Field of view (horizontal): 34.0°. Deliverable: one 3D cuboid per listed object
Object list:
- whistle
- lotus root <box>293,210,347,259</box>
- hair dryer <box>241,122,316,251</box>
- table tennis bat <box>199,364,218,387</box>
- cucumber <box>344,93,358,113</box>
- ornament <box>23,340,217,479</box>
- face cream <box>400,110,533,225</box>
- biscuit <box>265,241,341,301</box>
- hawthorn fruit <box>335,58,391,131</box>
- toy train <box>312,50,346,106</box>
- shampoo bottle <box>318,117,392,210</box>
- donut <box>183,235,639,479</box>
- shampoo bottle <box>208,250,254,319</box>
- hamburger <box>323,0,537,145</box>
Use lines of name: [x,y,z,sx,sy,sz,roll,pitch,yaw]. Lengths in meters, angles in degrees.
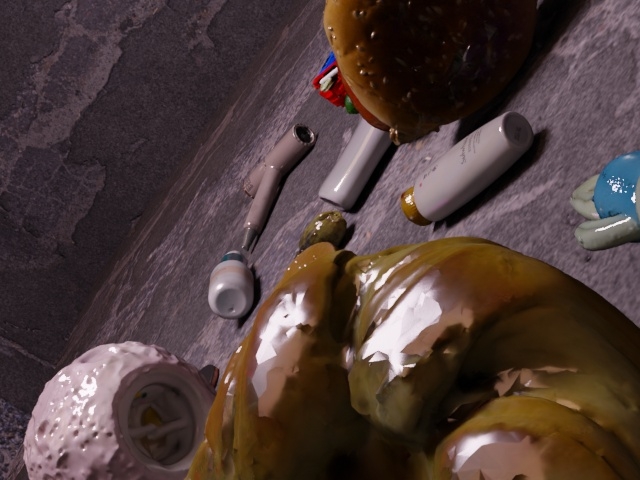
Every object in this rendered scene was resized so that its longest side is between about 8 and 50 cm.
whistle: [0.231,-0.030,0.719,0.114,0.077,0.235,-39,11,-4]
lotus root: [0.000,0.000,1.440,0.099,0.049,0.054,-48,26,31]
hair dryer: [-0.097,-0.089,1.924,0.195,0.053,0.220,-44,22,42]
table tennis bat: [-0.224,0.270,1.682,0.220,0.019,0.130,-39,23,48]
cucumber: [0.099,-0.290,1.466,0.056,0.056,0.284,-78,12,-52]
ornament: [-0.250,0.259,1.334,0.225,0.259,0.259,-34,27,43]
face cream: [0.150,-0.072,1.096,0.182,0.051,0.072,-40,27,52]
biscuit: [-0.015,0.084,1.331,0.170,0.050,0.170,-43,25,26]
hawthorn fruit: [0.083,-0.241,1.374,0.157,0.194,0.157,-46,17,19]
toy train: [0.068,-0.300,1.758,0.131,0.082,0.204,-63,16,-24]
shampoo bottle: [0.073,-0.146,1.491,0.221,0.051,0.108,-59,10,-3]
donut: [0.043,0.168,0.605,0.360,0.170,0.360,-28,47,36]
shampoo bottle: [-0.147,0.065,1.736,0.074,0.074,0.192,-54,15,15]
hamburger: [0.121,-0.254,1.195,0.146,0.243,0.286,-95,23,-63]
